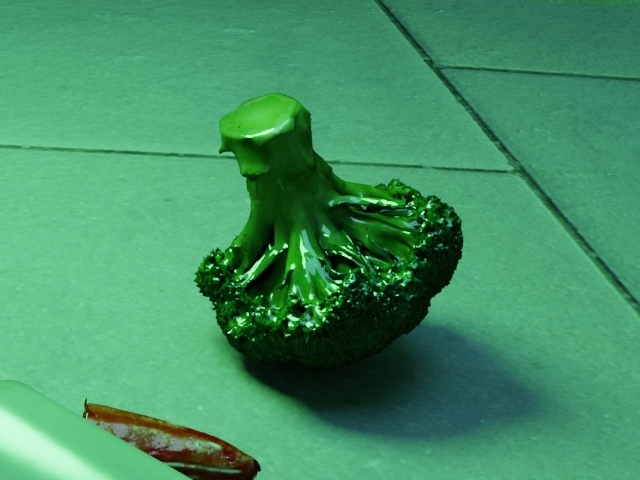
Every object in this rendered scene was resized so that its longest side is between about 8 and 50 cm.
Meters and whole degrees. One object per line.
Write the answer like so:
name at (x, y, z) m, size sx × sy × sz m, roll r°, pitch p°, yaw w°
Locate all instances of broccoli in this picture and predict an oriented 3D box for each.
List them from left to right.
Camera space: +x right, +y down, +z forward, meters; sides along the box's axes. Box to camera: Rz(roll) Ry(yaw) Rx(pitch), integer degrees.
broccoli at (0.000, 0.000, 1.593) m, size 0.297 × 0.297 × 0.297 m, roll -19°, pitch 29°, yaw 11°

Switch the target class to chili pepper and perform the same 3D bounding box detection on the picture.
chili pepper at (-0.136, 0.192, 1.381) m, size 0.169 × 0.065 × 0.088 m, roll 10°, pitch 24°, yaw -5°

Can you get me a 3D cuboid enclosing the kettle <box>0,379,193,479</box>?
kettle at (-0.158, 0.258, 1.045) m, size 0.318 × 0.205 × 0.265 m, roll 23°, pitch 25°, yaw 26°
